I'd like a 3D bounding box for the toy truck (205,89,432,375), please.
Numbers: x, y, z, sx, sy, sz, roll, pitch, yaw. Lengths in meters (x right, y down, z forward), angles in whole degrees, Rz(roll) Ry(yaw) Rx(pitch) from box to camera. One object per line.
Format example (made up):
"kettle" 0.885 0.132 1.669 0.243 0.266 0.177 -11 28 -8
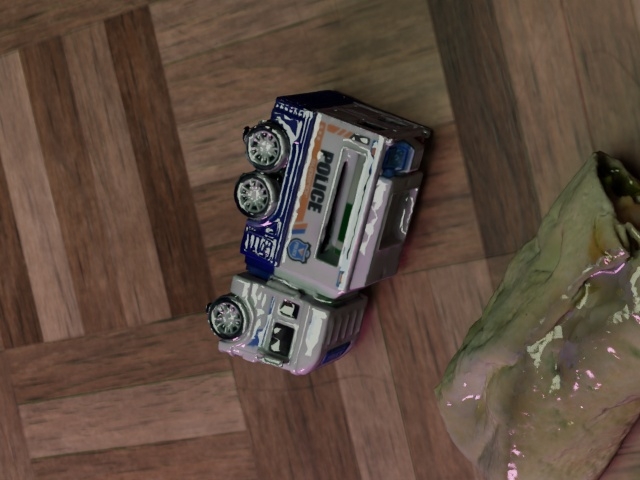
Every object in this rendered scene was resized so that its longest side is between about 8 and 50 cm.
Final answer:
"toy truck" 0.000 0.000 1.560 0.155 0.124 0.268 21 108 25

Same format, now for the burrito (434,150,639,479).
"burrito" 0.215 0.106 1.429 0.190 0.135 0.332 40 122 14
